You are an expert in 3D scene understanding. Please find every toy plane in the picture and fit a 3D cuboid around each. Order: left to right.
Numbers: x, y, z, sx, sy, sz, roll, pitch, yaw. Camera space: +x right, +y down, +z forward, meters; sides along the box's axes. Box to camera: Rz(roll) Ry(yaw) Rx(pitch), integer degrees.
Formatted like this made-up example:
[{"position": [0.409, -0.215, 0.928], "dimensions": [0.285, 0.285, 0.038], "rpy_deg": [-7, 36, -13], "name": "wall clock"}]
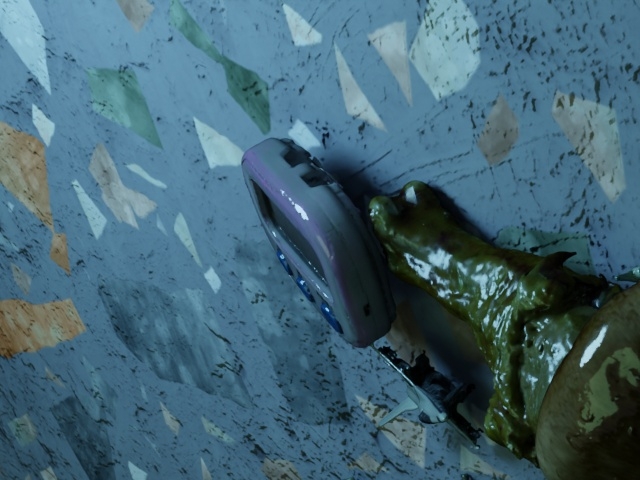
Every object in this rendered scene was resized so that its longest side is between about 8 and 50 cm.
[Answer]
[{"position": [0.112, 0.153, 1.726], "dimensions": [0.160, 0.082, 0.234], "rpy_deg": [45, 166, -5], "name": "toy plane"}]

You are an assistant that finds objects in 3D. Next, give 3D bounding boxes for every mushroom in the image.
[{"position": [0.298, 0.120, 1.332], "dimensions": [0.146, 0.278, 0.278], "rpy_deg": [-113, 17, -50], "name": "mushroom"}]

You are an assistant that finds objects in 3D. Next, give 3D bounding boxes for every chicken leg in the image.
[{"position": [0.177, 0.089, 1.569], "dimensions": [0.361, 0.140, 0.211], "rpy_deg": [31, 122, 54], "name": "chicken leg"}]

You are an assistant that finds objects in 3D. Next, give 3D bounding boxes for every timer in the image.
[{"position": [0.000, 0.000, 1.739], "dimensions": [0.208, 0.069, 0.191], "rpy_deg": [49, 165, 45], "name": "timer"}]

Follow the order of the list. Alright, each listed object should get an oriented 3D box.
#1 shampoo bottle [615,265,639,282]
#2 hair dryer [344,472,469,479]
[{"position": [0.308, 0.000, 1.378], "dimensions": [0.056, 0.056, 0.195], "rpy_deg": [58, 149, 1], "name": "shampoo bottle"}, {"position": [0.106, 0.309, 1.921], "dimensions": [0.206, 0.075, 0.237], "rpy_deg": [52, 140, 22], "name": "hair dryer"}]
